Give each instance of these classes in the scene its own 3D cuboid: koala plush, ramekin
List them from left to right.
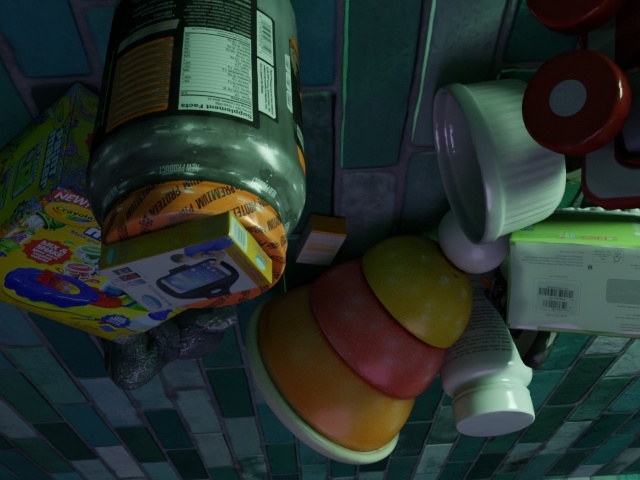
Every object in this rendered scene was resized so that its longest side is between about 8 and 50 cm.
[{"bbox_3d":[-0.273,0.168,1.263,0.221,0.203,0.196,2,148,-30],"label":"koala plush"},{"bbox_3d":[0.225,-0.107,0.881,0.108,0.207,0.207,-15,146,-2],"label":"ramekin"}]

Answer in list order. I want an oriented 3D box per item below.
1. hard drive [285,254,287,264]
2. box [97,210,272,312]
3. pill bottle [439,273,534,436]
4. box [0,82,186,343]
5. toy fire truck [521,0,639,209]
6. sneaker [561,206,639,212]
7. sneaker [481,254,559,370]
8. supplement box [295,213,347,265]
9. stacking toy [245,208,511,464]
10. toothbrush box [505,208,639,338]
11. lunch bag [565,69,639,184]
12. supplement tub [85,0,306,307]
[{"bbox_3d":[-0.133,0.019,1.183,0.094,0.022,0.135,-23,141,26],"label":"hard drive"},{"bbox_3d":[-0.118,0.023,0.581,0.136,0.028,0.081,-16,143,15],"label":"box"},{"bbox_3d":[0.290,0.196,1.254,0.160,0.283,0.160,-3,146,-2],"label":"pill bottle"},{"bbox_3d":[-0.308,-0.018,0.975,0.279,0.177,0.290,-29,139,31],"label":"box"},{"bbox_3d":[0.350,-0.186,0.669,0.253,0.302,0.169,-4,170,44],"label":"toy fire truck"},{"bbox_3d":[0.462,-0.014,1.140,0.236,0.095,0.104,-23,149,24],"label":"sneaker"},{"bbox_3d":[0.323,0.105,1.148,0.107,0.272,0.100,14,126,-7],"label":"sneaker"},{"bbox_3d":[0.000,0.000,1.155,0.062,0.036,0.098,7,144,-17],"label":"supplement box"},{"bbox_3d":[0.136,0.113,1.156,0.350,0.351,0.480,25,121,-36],"label":"stacking toy"},{"bbox_3d":[0.372,0.033,0.959,0.206,0.122,0.283,3,-167,18],"label":"toothbrush box"},{"bbox_3d":[0.457,-0.153,0.860,0.235,0.169,0.287,16,137,-27],"label":"lunch bag"},{"bbox_3d":[-0.120,-0.117,0.702,0.207,0.338,0.207,-2,146,-2],"label":"supplement tub"}]
